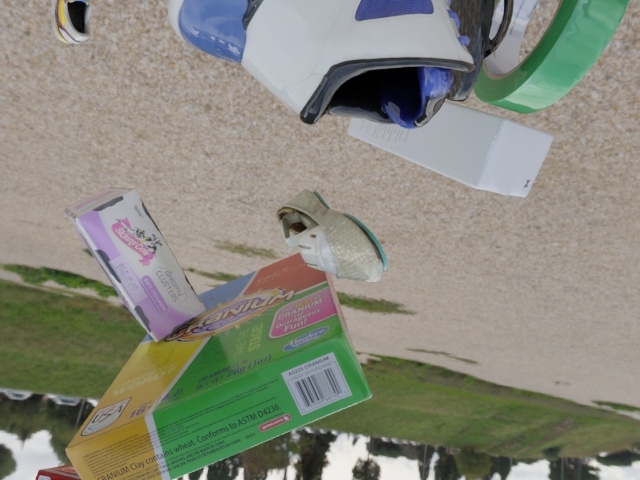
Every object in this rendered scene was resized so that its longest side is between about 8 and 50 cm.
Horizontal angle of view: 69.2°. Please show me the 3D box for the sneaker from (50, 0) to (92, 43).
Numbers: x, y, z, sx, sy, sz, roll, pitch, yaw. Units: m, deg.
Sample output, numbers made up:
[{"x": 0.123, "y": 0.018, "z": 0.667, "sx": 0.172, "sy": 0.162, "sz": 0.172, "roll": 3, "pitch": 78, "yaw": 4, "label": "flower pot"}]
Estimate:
[{"x": -0.447, "y": -0.450, "z": 0.824, "sx": 0.084, "sy": 0.185, "sz": 0.070, "roll": 14, "pitch": -151, "yaw": 36, "label": "sneaker"}]

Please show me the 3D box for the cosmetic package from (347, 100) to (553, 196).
[{"x": 0.306, "y": -0.269, "z": 1.180, "sx": 0.230, "sy": 0.161, "sz": 0.453, "roll": 2, "pitch": -155, "yaw": -40, "label": "cosmetic package"}]

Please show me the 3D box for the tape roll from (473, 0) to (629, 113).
[{"x": 0.374, "y": -0.383, "z": 0.784, "sx": 0.077, "sy": 0.321, "sz": 0.321, "roll": 13, "pitch": 164, "yaw": -10, "label": "tape roll"}]

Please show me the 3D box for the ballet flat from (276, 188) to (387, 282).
[{"x": 0.000, "y": 0.000, "z": 0.390, "sx": 0.052, "sy": 0.057, "sz": 0.168, "roll": -24, "pitch": -157, "yaw": -9, "label": "ballet flat"}]

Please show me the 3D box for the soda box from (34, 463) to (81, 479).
[{"x": -0.293, "y": 0.394, "z": 0.508, "sx": 0.084, "sy": 0.263, "sz": 0.092, "roll": 8, "pitch": 160, "yaw": 7, "label": "soda box"}]

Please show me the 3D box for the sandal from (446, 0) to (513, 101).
[{"x": 0.263, "y": -0.429, "z": 0.789, "sx": 0.107, "sy": 0.445, "sz": 0.167, "roll": 9, "pitch": 155, "yaw": -7, "label": "sandal"}]

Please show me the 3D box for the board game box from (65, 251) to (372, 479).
[{"x": -0.091, "y": 0.112, "z": 0.518, "sx": 0.242, "sy": 0.064, "sz": 0.316, "roll": -23, "pitch": -167, "yaw": 0, "label": "board game box"}]

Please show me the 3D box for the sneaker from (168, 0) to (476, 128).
[{"x": 0.059, "y": -0.195, "z": 0.377, "sx": 0.182, "sy": 0.315, "sz": 0.127, "roll": 46, "pitch": 162, "yaw": -5, "label": "sneaker"}]

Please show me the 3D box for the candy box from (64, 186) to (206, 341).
[{"x": -0.239, "y": 0.020, "z": 0.584, "sx": 0.196, "sy": 0.070, "sz": 0.164, "roll": 10, "pitch": 129, "yaw": 58, "label": "candy box"}]
